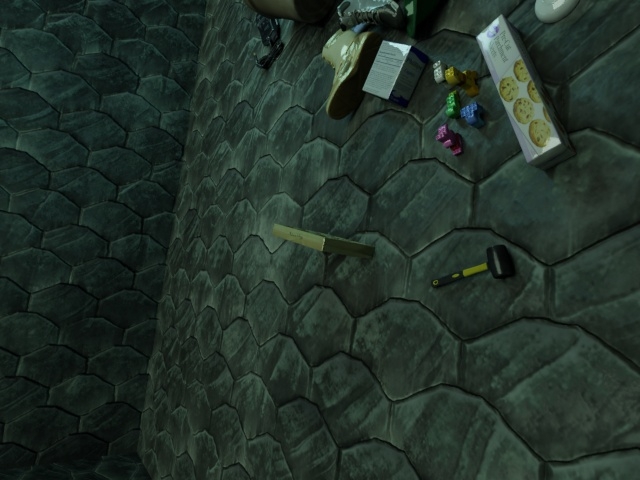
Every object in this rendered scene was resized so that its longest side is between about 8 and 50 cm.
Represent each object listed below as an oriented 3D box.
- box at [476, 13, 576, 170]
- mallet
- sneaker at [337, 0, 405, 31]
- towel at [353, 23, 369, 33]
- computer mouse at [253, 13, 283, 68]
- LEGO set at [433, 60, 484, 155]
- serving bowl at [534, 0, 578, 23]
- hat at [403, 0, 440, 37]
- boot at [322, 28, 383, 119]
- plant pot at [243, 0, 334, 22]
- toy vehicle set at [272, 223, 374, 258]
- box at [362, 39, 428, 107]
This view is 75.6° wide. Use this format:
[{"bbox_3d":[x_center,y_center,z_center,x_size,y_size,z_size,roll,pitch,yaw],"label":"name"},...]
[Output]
[{"bbox_3d":[0.383,-0.285,0.785,0.067,0.063,0.324,-33,55,44],"label":"box"},{"bbox_3d":[0.298,0.056,0.840,0.189,0.039,0.063,-21,65,54],"label":"mallet"},{"bbox_3d":[0.125,-0.617,1.151,0.132,0.086,0.229,-37,53,-1],"label":"sneaker"},{"bbox_3d":[0.186,-0.768,1.213,0.285,0.034,0.210,-25,63,51],"label":"towel"},{"bbox_3d":[-0.237,-0.880,1.809,0.184,0.060,0.262,-35,66,39],"label":"computer mouse"},{"bbox_3d":[0.290,-0.314,0.895,0.087,0.093,0.227,-22,64,50],"label":"LEGO set"},{"bbox_3d":[0.443,-0.458,0.778,0.083,0.027,0.084,-17,69,51],"label":"serving bowl"},{"bbox_3d":[0.306,-0.624,1.014,0.209,0.183,0.173,75,-171,-52],"label":"hat"},{"bbox_3d":[0.062,-0.514,1.261,0.203,0.095,0.262,48,118,48],"label":"boot"},{"bbox_3d":[-0.096,-0.916,1.444,0.280,0.323,0.323,47,120,31],"label":"plant pot"},{"bbox_3d":[0.000,0.000,1.150,0.266,0.165,0.035,16,95,54],"label":"toy vehicle set"},{"bbox_3d":[0.194,-0.436,1.079,0.126,0.072,0.137,47,119,49],"label":"box"}]
